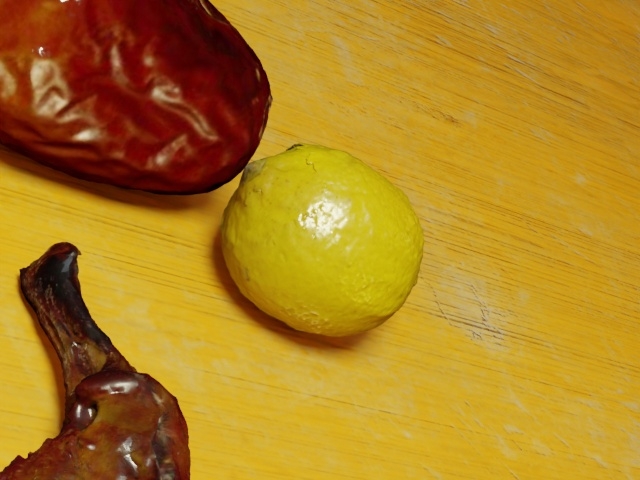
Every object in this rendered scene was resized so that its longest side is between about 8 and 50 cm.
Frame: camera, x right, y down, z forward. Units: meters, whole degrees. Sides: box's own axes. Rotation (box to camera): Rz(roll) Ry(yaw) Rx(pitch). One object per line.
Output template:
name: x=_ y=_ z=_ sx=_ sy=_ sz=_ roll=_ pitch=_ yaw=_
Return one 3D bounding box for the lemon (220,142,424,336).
lemon: x=0.002 y=0.000 z=1.209 sx=0.193 sy=0.180 sz=0.180 roll=5 pitch=47 yaw=-40

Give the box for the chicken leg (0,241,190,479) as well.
chicken leg: x=-0.175 y=0.154 z=0.938 sx=0.158 sy=0.096 sz=0.407 roll=7 pitch=40 yaw=-11

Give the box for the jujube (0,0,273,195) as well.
jujube: x=-0.196 y=-0.165 z=1.171 sx=0.318 sy=0.223 sz=0.223 roll=29 pitch=34 yaw=-30
